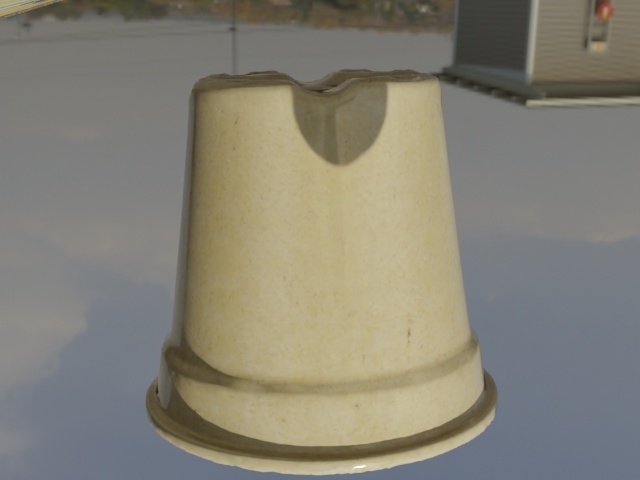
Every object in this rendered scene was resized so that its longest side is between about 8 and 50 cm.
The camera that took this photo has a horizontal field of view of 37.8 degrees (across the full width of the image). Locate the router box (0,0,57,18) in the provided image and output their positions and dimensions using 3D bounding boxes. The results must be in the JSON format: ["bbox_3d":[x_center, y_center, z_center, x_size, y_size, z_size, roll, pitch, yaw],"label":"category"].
[{"bbox_3d":[-0.137,-0.186,0.520,0.309,0.081,0.243,-11,-166,18],"label":"router box"}]

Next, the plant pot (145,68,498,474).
[{"bbox_3d":[0.000,0.000,0.861,0.334,0.305,0.334,-1,-167,0],"label":"plant pot"}]
